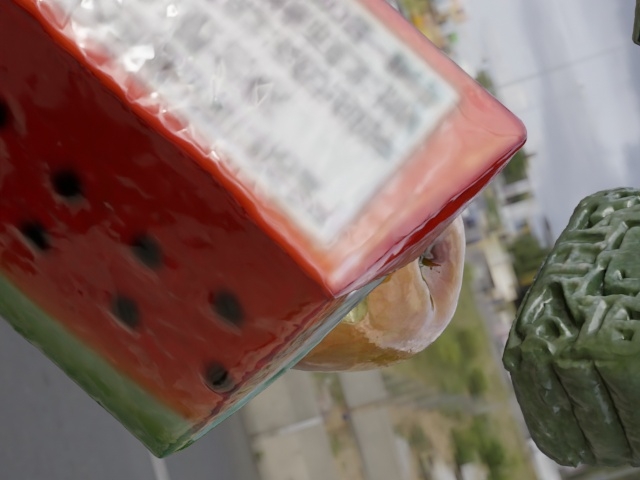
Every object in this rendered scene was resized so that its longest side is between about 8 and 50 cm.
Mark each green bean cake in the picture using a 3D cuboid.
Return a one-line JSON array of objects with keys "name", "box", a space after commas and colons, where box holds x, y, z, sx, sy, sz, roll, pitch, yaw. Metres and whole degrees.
[{"name": "green bean cake", "box": [0.262, 0.054, 1.110, 0.222, 0.227, 0.125, -53, 132, -41]}]

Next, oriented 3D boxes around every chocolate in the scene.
[{"name": "chocolate", "box": [-0.118, -0.065, 0.938, 0.360, 0.161, 0.341, 41, -33, -1]}]

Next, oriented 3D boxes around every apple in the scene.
[{"name": "apple", "box": [0.000, 0.000, 1.388, 0.242, 0.241, 0.242, 10, 90, -72]}]

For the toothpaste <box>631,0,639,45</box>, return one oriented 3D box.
[{"name": "toothpaste", "box": [0.269, -0.135, 1.108, 0.140, 0.021, 0.037, 31, -51, 43]}]
